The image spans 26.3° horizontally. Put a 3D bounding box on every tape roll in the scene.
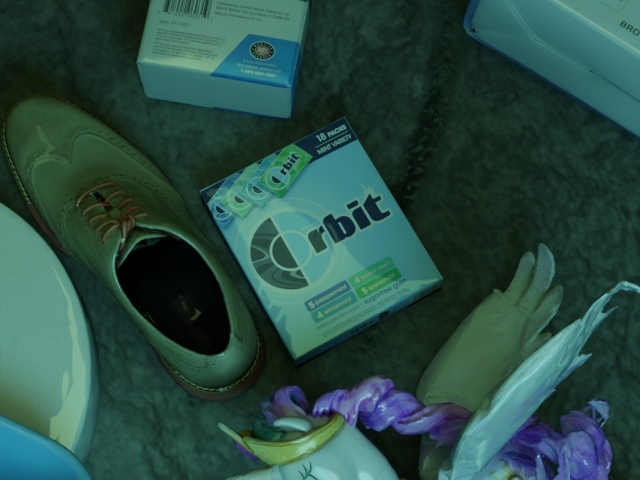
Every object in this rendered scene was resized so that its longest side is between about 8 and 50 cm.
[{"bbox_3d":[-0.388,0.130,1.210,0.392,0.072,0.392,0,73,-1],"label":"tape roll"}]

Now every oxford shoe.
[{"bbox_3d":[-0.169,-0.016,1.225,0.123,0.130,0.348,-41,77,-12],"label":"oxford shoe"}]

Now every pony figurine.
[{"bbox_3d":[0.138,0.195,1.112,0.351,0.303,0.363,-41,92,-3],"label":"pony figurine"}]

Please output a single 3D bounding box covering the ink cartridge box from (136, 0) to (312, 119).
[{"bbox_3d":[-0.082,-0.234,1.317,0.148,0.086,0.203,10,72,3],"label":"ink cartridge box"}]

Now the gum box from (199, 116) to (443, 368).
[{"bbox_3d":[0.000,0.000,1.267,0.157,0.041,0.184,-28,74,-8],"label":"gum box"}]

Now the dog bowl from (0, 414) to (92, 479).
[{"bbox_3d":[-0.308,0.192,1.070,0.297,0.074,0.166,23,36,7],"label":"dog bowl"}]

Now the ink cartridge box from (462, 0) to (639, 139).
[{"bbox_3d":[0.354,-0.309,1.301,0.270,0.151,0.395,33,76,3],"label":"ink cartridge box"}]
